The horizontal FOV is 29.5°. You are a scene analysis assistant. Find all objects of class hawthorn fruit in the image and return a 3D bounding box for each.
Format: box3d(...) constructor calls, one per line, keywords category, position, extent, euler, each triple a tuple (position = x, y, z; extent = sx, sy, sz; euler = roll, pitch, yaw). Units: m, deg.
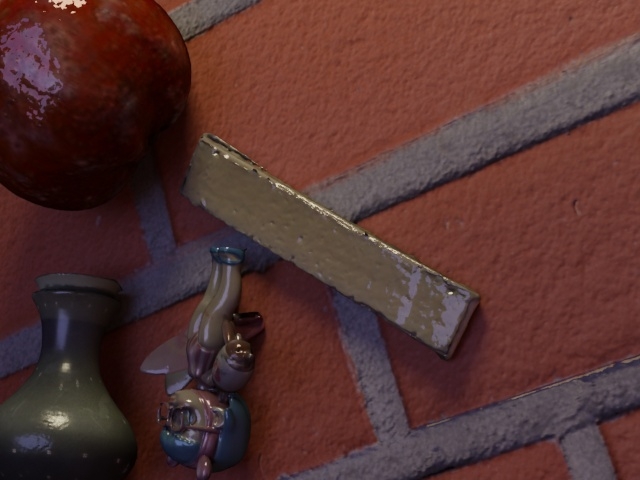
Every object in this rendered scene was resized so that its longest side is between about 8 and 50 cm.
box3d(category="hawthorn fruit", position=(-0.289, -0.182, 1.408), extent=(0.284, 0.284, 0.284), euler=(-3, 84, 29))

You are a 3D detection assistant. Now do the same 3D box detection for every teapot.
box3d(category="teapot", position=(-0.301, 0.170, 1.429), extent=(0.183, 0.183, 0.250), euler=(-6, 72, 29))

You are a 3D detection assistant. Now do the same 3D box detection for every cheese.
box3d(category="cheese", position=(-0.002, 0.001, 1.347), extent=(0.400, 0.034, 0.085), euler=(32, 101, 28))

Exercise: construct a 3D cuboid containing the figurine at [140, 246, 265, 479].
box3d(category="figurine", position=(-0.105, 0.135, 1.344), extent=(0.205, 0.103, 0.260), euler=(2, 81, 55))
